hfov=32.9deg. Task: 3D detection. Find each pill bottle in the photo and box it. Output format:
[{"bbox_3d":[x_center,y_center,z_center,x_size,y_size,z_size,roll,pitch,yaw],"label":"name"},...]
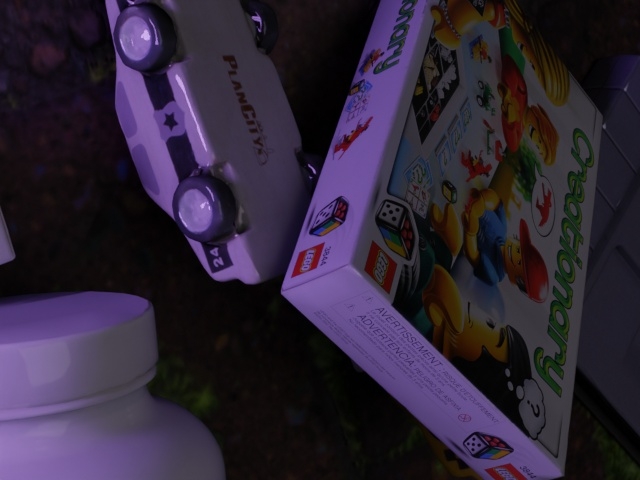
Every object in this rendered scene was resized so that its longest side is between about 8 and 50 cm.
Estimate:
[{"bbox_3d":[-0.129,0.194,0.514,0.181,0.181,0.323,-9,99,-36],"label":"pill bottle"}]

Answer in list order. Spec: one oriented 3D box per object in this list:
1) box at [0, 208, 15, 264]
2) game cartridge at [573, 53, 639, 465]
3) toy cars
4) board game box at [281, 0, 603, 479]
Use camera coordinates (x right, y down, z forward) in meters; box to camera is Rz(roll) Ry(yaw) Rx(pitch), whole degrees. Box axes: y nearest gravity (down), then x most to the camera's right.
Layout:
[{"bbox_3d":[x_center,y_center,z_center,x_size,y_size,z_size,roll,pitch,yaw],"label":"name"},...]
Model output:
[{"bbox_3d":[-0.294,0.033,0.451,0.324,0.067,0.063,-23,108,-32],"label":"box"},{"bbox_3d":[0.285,0.046,0.885,0.355,0.068,0.230,44,73,-31],"label":"game cartridge"},{"bbox_3d":[0.000,0.000,0.650,0.393,0.087,0.176,42,44,-28],"label":"toy cars"},{"bbox_3d":[0.092,-0.032,0.658,0.193,0.053,0.305,44,44,-28],"label":"board game box"}]
